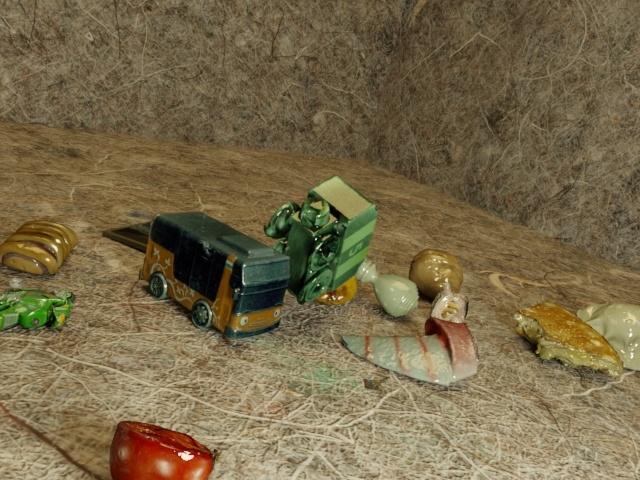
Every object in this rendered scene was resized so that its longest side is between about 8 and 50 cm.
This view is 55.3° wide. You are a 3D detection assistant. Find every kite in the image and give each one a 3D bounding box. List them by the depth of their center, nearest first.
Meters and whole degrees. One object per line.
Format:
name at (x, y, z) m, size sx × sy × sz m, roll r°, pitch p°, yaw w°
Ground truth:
kite at (0.110, 0.283, 1.227) m, size 0.044 × 0.002 × 0.078 m, roll 18°, pitch 18°, yaw 15°

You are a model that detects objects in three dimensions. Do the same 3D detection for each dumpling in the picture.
dumpling at (0.823, 0.264, 1.662) m, size 0.258 × 0.147 × 0.193 m, roll 18°, pitch 46°, yaw 16°

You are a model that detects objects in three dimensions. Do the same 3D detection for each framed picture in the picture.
framed picture at (-0.452, -0.012, 1.721) m, size 0.189 × 0.023 × 0.260 m, roll 18°, pitch 17°, yaw 23°

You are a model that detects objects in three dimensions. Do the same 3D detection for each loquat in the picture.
loquat at (0.024, 0.105, 1.547) m, size 0.137 × 0.137 × 0.113 m, roll 9°, pitch -16°, yaw -15°

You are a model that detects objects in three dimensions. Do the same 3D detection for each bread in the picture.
bread at (-0.639, 0.008, 1.388) m, size 0.134 × 0.081 × 0.225 m, roll 9°, pitch 18°, yaw -13°

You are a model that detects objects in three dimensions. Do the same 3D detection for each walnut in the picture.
walnut at (0.338, 0.100, 1.790) m, size 0.167 × 0.149 × 0.166 m, roll 18°, pitch 47°, yaw -20°

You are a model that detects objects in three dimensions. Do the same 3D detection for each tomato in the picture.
tomato at (-0.208, 0.294, 0.788) m, size 0.139 × 0.091 × 0.159 m, roll 22°, pitch -11°, yaw -6°

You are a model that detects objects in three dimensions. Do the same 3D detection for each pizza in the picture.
pizza at (0.621, 0.255, 1.587) m, size 0.223 × 0.089 × 0.323 m, roll 4°, pitch 22°, yaw -17°

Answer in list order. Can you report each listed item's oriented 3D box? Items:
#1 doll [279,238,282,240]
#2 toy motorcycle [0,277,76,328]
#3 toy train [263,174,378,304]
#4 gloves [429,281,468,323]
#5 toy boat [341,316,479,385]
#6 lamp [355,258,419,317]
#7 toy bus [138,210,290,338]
doll at (-0.002, 0.040, 1.681) m, size 0.257 × 0.161 × 0.215 m, roll 6°, pitch -9°, yaw -17°
toy motorcycle at (-0.536, 0.126, 1.119) m, size 0.190 × 0.074 × 0.106 m, roll -2°, pitch 31°, yaw -44°
toy train at (0.000, 0.000, 1.389) m, size 0.238 × 0.299 × 0.167 m, roll -33°, pitch 63°, yaw -32°
gloves at (0.339, 0.177, 1.607) m, size 0.094 × 0.110 × 0.144 m, roll 15°, pitch -14°, yaw 32°
toy boat at (0.188, 0.238, 1.329) m, size 0.283 × 0.096 × 0.206 m, roll 3°, pitch 32°, yaw -4°
lamp at (0.169, 0.119, 1.581) m, size 0.193 × 0.106 × 0.106 m, roll 38°, pitch 22°, yaw 11°
toy bus at (-0.231, 0.066, 1.330) m, size 0.324 × 0.194 × 0.162 m, roll 25°, pitch 18°, yaw 34°
